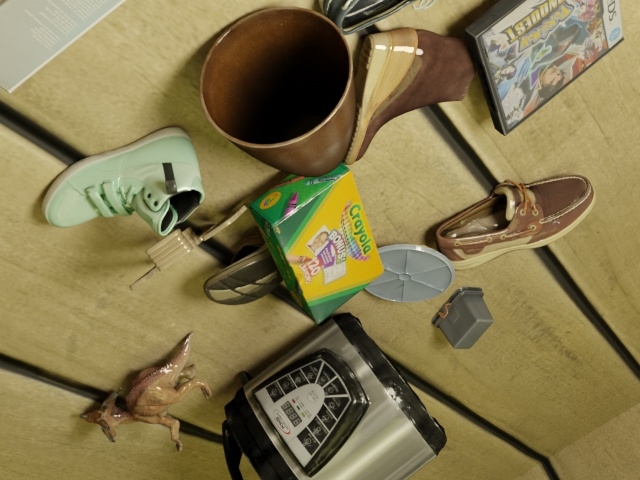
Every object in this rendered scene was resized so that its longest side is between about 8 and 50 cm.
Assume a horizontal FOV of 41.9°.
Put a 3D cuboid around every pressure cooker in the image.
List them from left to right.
[{"bbox_3d":[0.005,0.406,1.737,0.420,0.370,0.375,-37,102,-1],"label":"pressure cooker"}]

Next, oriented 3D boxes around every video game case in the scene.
[{"bbox_3d":[0.372,-0.333,1.354,0.275,0.035,0.248,-39,142,-3],"label":"video game case"}]

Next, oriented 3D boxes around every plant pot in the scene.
[{"bbox_3d":[-0.036,-0.186,1.227,0.215,0.215,0.230,-29,157,3],"label":"plant pot"}]

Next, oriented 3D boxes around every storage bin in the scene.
[{"bbox_3d":[0.331,0.184,1.935,0.098,0.091,0.135,6,131,-34],"label":"storage bin"}]

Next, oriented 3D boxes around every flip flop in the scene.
[{"bbox_3d":[-0.095,0.015,1.514,0.277,0.080,0.112,-41,143,-6],"label":"flip flop"}]

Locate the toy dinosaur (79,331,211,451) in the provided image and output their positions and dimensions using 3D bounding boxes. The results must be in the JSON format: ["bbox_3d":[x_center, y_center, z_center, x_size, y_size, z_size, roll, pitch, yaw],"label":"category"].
[{"bbox_3d":[-0.349,0.312,1.679,0.200,0.127,0.295,14,122,-31],"label":"toy dinosaur"}]

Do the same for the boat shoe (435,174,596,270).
[{"bbox_3d":[0.387,-0.055,1.669,0.342,0.123,0.123,-21,144,4],"label":"boat shoe"}]

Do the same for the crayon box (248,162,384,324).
[{"bbox_3d":[0.000,0.000,1.459,0.165,0.081,0.278,-38,138,-14],"label":"crayon box"}]

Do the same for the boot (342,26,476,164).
[{"bbox_3d":[0.143,-0.224,1.349,0.207,0.090,0.248,-3,133,-24],"label":"boot"}]

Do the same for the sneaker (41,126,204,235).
[{"bbox_3d":[-0.295,-0.058,1.246,0.256,0.151,0.094,-27,144,4],"label":"sneaker"}]

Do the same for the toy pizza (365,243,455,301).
[{"bbox_3d":[0.173,0.062,1.709,0.201,0.032,0.201,4,143,3],"label":"toy pizza"}]

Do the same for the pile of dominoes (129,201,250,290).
[{"bbox_3d":[-0.211,-0.009,1.345,0.196,0.251,0.040,-34,97,7],"label":"pile of dominoes"}]

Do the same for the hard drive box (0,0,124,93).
[{"bbox_3d":[-0.305,-0.307,0.926,0.232,0.181,0.089,-34,143,11],"label":"hard drive box"}]

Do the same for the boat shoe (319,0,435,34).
[{"bbox_3d":[0.121,-0.372,1.175,0.255,0.079,0.095,-25,142,-1],"label":"boat shoe"}]
